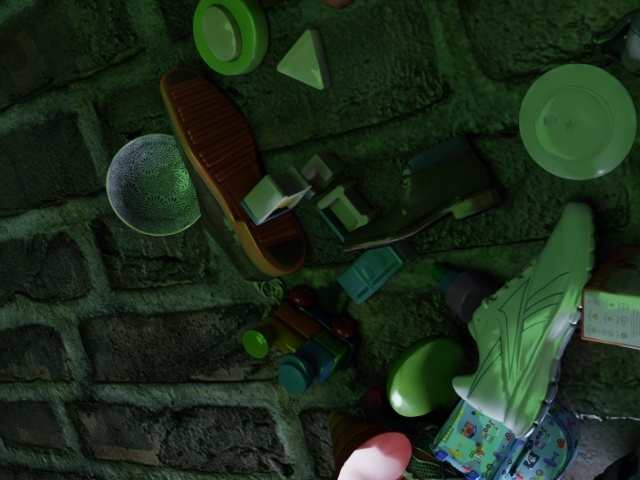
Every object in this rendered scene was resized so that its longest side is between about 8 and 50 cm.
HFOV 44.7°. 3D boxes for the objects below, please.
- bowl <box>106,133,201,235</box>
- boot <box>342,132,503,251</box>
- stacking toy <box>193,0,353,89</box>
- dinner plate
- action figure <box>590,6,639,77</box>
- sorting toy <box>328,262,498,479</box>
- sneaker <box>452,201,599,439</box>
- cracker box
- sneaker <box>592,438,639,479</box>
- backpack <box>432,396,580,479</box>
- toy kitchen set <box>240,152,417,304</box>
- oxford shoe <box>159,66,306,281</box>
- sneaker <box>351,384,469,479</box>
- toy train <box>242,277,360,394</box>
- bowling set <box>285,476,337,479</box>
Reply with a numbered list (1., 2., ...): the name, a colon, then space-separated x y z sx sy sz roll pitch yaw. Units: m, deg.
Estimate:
1. bowl: -0.271 -0.100 1.309 0.080 0.170 0.170 -128 28 -70
2. boot: 0.120 -0.059 1.034 0.219 0.082 0.106 -20 85 10
3. stacking toy: -0.111 -0.348 1.072 0.309 0.130 0.280 19 119 30
4. dinner plate: 0.303 -0.139 0.931 0.141 0.017 0.141 15 116 33
5. action figure: 0.431 -0.173 0.724 0.341 0.178 0.330 -27 101 42
6. sorting toy: 0.108 0.184 1.107 0.126 0.127 0.366 42 106 50
7. sneaker: 0.253 0.088 0.950 0.129 0.111 0.297 22 94 22
8. cracker box: 0.419 0.068 0.840 0.232 0.155 0.067 8 113 33
9. sneaker: 0.421 0.293 0.956 0.321 0.126 0.127 -22 100 29
10. backpack: 0.258 0.269 1.054 0.173 0.117 0.158 35 102 12
11. toy kitchen set: 0.000 0.000 1.112 0.207 0.166 0.122 51 129 8
12. oxford shoe: -0.166 -0.093 1.226 0.132 0.130 0.364 -24 93 46
13. sneaker: 0.173 0.324 1.159 0.299 0.121 0.112 23 101 21
14. toy train: -0.073 0.136 1.238 0.248 0.143 0.105 35 125 20
15. bowling set: 0.034 0.456 1.242 0.154 0.200 0.287 -15 104 19
